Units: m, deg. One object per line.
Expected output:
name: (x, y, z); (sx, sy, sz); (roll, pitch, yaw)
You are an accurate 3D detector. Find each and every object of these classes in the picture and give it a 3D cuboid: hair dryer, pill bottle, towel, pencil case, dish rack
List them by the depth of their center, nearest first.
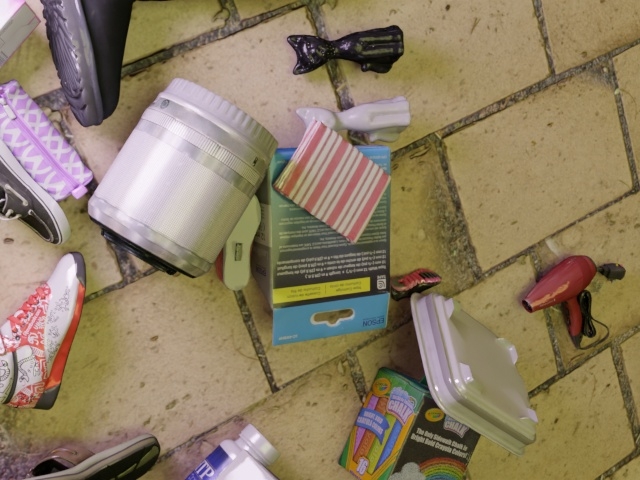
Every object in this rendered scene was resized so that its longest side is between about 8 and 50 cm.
pencil case: (-0.445, -0.155, 1.238); (0.086, 0.088, 0.206); (-48, 118, -23)
towel: (0.025, -0.101, 1.395); (0.197, 0.029, 0.144); (35, 82, -29)
pill bottle: (-0.168, 0.436, 1.472); (0.187, 0.112, 0.112); (-45, 115, -14)
dish rack: (0.319, 0.254, 1.585); (0.072, 0.285, 0.333); (-35, 130, 25)
hair dryer: (0.582, 0.144, 1.813); (0.294, 0.080, 0.223); (10, 95, -27)

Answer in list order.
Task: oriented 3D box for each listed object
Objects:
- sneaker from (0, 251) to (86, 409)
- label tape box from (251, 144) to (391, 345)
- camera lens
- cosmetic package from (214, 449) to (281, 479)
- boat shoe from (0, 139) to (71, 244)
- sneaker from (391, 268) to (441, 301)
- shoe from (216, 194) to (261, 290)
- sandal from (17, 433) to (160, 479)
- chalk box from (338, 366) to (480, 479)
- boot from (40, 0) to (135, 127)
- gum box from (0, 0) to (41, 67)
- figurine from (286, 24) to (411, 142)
sneaker: (-0.475, 0.139, 1.276); (0.145, 0.090, 0.270); (13, 96, -30)
label tape box: (0.000, 0.000, 1.477); (0.249, 0.115, 0.347); (-6, 103, -26)
camera lens: (-0.223, -0.093, 1.285); (0.219, 0.219, 0.274); (33, 84, -28)
cosmetic package: (-0.093, 0.539, 1.414); (0.197, 0.155, 0.365); (-45, 148, -14)
boat shoe: (-0.478, -0.067, 1.228); (0.219, 0.078, 0.070); (55, 46, -27)
sneaker: (0.194, 0.096, 1.637); (0.119, 0.047, 0.057); (-11, 126, -24)
shoe: (-0.152, -0.003, 1.417); (0.064, 0.081, 0.178); (6, 94, -20)
sandal: (-0.421, 0.395, 1.356); (0.303, 0.086, 0.120); (-13, 138, -41)
chalk box: (0.198, 0.375, 1.609); (0.180, 0.179, 0.289); (27, 86, -27)
boot: (-0.214, -0.403, 1.290); (0.445, 0.146, 0.367); (-17, 108, -28)
gum box: (-0.518, -0.293, 1.162); (0.107, 0.062, 0.188); (36, 81, 11)
figurine: (0.049, -0.280, 1.462); (0.210, 0.092, 0.214); (-8, 95, -17)
